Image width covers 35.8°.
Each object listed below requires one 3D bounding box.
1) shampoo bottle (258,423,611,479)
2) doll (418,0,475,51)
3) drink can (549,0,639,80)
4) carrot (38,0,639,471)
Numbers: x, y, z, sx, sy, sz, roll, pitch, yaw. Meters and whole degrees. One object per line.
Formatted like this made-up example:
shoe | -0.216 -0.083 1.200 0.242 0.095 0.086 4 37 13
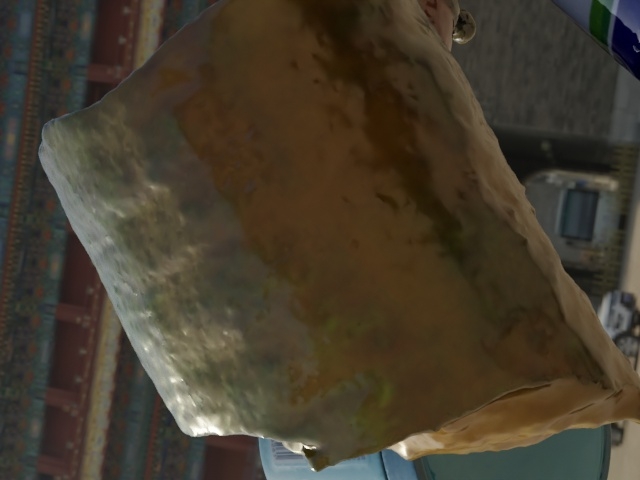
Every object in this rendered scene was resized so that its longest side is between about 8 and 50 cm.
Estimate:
shampoo bottle | 0.134 0.243 1.290 0.331 0.343 0.331 8 -105 -34
doll | 0.041 -0.131 0.848 0.235 0.174 0.329 135 148 -61
drink can | 0.090 -0.164 0.402 0.097 0.235 0.097 -33 -23 -16
carrot | 0.000 0.000 0.562 0.340 0.241 0.241 61 -162 0
